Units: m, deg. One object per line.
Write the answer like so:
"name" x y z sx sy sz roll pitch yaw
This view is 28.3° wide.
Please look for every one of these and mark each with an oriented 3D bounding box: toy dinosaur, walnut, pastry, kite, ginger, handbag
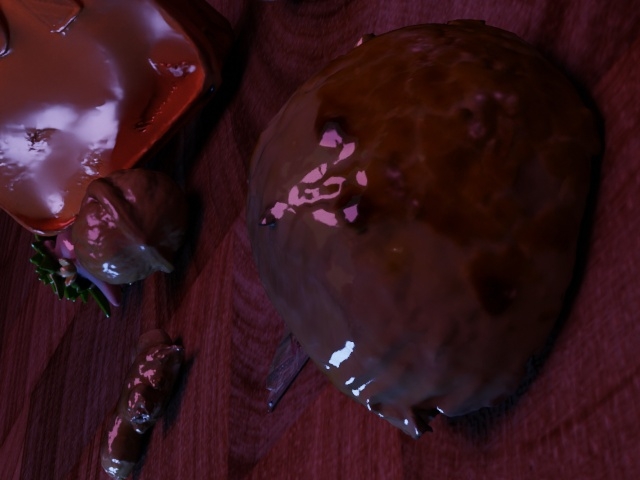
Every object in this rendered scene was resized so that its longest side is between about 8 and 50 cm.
"toy dinosaur" -0.287 0.010 1.757 0.177 0.152 0.194 -21 43 30
"walnut" -0.233 -0.017 1.569 0.166 0.149 0.167 -29 29 18
"pastry" 0.043 -0.023 0.810 0.256 0.170 0.237 -112 38 -51
"kite" 0.000 0.000 1.124 0.267 0.013 0.323 6 81 69
"ginger" -0.211 0.193 1.469 0.133 0.058 0.214 -122 52 -69
"handbag" -0.329 -0.208 1.599 0.410 0.303 0.116 -38 23 32
